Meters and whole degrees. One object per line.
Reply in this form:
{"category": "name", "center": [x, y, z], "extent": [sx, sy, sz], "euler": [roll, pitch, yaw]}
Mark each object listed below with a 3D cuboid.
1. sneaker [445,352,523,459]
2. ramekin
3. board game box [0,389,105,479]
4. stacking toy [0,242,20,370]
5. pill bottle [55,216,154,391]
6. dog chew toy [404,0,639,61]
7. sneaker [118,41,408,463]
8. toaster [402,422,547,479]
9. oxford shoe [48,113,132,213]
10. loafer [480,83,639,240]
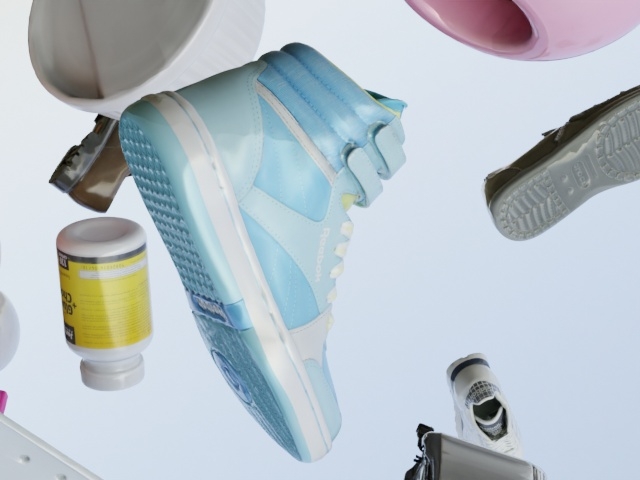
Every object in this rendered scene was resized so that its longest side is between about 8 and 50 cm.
{"category": "sneaker", "center": [0.246, 0.271, 2.327], "extent": [0.090, 0.235, 0.095], "euler": [-30, -141, -2]}
{"category": "ramekin", "center": [-0.183, -0.248, 1.772], "extent": [0.273, 0.127, 0.273], "euler": [-14, -116, 29]}
{"category": "board game box", "center": [-0.349, 0.326, 1.712], "extent": [0.390, 0.390, 0.050], "euler": [-35, -150, 31]}
{"category": "stacking toy", "center": [-0.486, 0.007, 1.825], "extent": [0.350, 0.480, 0.351], "euler": [-10, -132, 12]}
{"category": "pill bottle", "center": [-0.242, 0.073, 1.820], "extent": [0.103, 0.184, 0.103], "euler": [-1, -159, 1]}
{"category": "dog chew toy", "center": [0.169, -0.278, 1.004], "extent": [0.206, 0.206, 0.332], "euler": [6, -119, 59]}
{"category": "sneaker", "center": [0.000, 0.000, 1.206], "extent": [0.208, 0.319, 0.127], "euler": [-31, -152, -21]}
{"category": "toaster", "center": [0.163, 0.310, 1.754], "extent": [0.227, 0.146, 0.129], "euler": [-81, -171, -50]}
{"category": "oxford shoe", "center": [-0.221, -0.124, 1.890], "extent": [0.227, 0.096, 0.083], "euler": [-57, -164, -22]}
{"category": "loafer", "center": [0.265, -0.094, 1.631], "extent": [0.251, 0.094, 0.087], "euler": [-28, -149, -11]}
